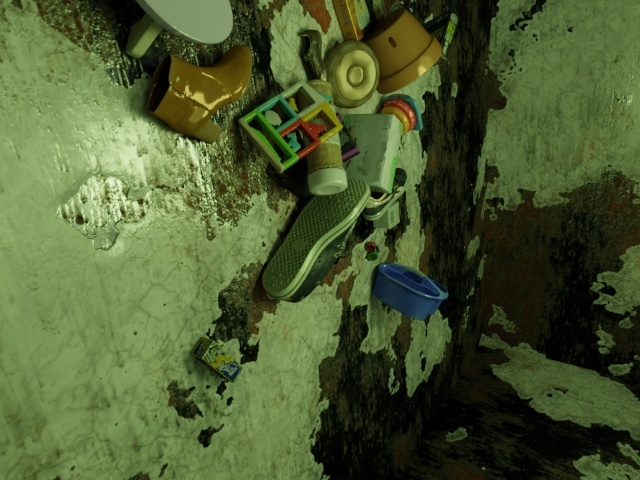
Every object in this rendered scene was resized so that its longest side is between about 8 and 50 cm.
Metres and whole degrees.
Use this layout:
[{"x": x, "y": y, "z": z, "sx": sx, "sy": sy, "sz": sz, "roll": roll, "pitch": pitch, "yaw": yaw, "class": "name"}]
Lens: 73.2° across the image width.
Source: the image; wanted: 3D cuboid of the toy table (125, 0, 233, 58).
[{"x": -0.340, "y": -0.525, "z": 0.922, "sx": 0.274, "sy": 0.161, "sz": 0.251, "roll": 36, "pitch": 68, "yaw": -52, "class": "toy table"}]

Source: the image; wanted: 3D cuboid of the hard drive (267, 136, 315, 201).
[{"x": -0.061, "y": -0.243, "z": 1.449, "sx": 0.255, "sy": 0.054, "sz": 0.171, "roll": 31, "pitch": 72, "yaw": -52, "class": "hard drive"}]

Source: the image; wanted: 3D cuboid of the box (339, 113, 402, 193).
[{"x": 0.156, "y": -0.318, "z": 1.570, "sx": 0.127, "sy": 0.231, "sz": 0.261, "roll": 15, "pitch": 84, "yaw": -62, "class": "box"}]

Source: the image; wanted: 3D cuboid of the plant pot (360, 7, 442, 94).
[{"x": 0.290, "y": -0.740, "z": 1.660, "sx": 0.203, "sy": 0.291, "sz": 0.290, "roll": 48, "pitch": 58, "yaw": -28, "class": "plant pot"}]

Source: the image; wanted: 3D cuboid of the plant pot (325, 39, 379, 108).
[{"x": 0.122, "y": -0.596, "z": 1.557, "sx": 0.237, "sy": 0.032, "sz": 0.236, "roll": -13, "pitch": 117, "yaw": -26, "class": "plant pot"}]

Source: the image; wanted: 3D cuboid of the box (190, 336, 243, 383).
[{"x": -0.298, "y": 0.350, "z": 1.254, "sx": 0.059, "sy": 0.054, "sz": 0.168, "roll": -59, "pitch": 138, "yaw": -28, "class": "box"}]

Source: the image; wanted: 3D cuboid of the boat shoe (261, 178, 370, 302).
[{"x": 0.000, "y": 0.000, "z": 1.452, "sx": 0.499, "sy": 0.187, "sz": 0.156, "roll": -54, "pitch": 144, "yaw": -12, "class": "boat shoe"}]

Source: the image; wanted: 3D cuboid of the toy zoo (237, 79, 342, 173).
[{"x": -0.070, "y": -0.351, "z": 1.274, "sx": 0.293, "sy": 0.030, "sz": 0.192, "roll": -39, "pitch": 88, "yaw": -21, "class": "toy zoo"}]

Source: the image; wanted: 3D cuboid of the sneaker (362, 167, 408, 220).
[{"x": 0.279, "y": -0.234, "z": 1.855, "sx": 0.321, "sy": 0.126, "sz": 0.127, "roll": -53, "pitch": 141, "yaw": -31, "class": "sneaker"}]

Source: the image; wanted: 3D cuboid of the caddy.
[{"x": 0.407, "y": 0.211, "z": 1.967, "sx": 0.241, "sy": 0.342, "sz": 0.179, "roll": -7, "pitch": 120, "yaw": -54, "class": "caddy"}]

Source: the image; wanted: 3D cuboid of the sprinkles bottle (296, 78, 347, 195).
[{"x": 0.003, "y": -0.326, "z": 1.369, "sx": 0.121, "sy": 0.121, "sz": 0.354, "roll": 10, "pitch": 68, "yaw": -54, "class": "sprinkles bottle"}]

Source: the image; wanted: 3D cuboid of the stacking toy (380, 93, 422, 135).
[{"x": 0.271, "y": -0.462, "z": 1.803, "sx": 0.302, "sy": 0.175, "sz": 0.165, "roll": -46, "pitch": 133, "yaw": -20, "class": "stacking toy"}]

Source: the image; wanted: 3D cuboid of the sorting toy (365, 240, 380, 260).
[{"x": 0.232, "y": 0.041, "z": 1.921, "sx": 0.042, "sy": 0.061, "sz": 0.101, "roll": -92, "pitch": 172, "yaw": -53, "class": "sorting toy"}]

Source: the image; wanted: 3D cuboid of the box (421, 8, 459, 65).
[{"x": 0.438, "y": -0.820, "z": 1.823, "sx": 0.060, "sy": 0.270, "sz": 0.216, "roll": 27, "pitch": 75, "yaw": -32, "class": "box"}]

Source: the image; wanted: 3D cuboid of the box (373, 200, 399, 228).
[{"x": 0.294, "y": -0.116, "z": 1.931, "sx": 0.102, "sy": 0.087, "sz": 0.101, "roll": -32, "pitch": 122, "yaw": -47, "class": "box"}]

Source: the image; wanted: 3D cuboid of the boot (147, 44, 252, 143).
[{"x": -0.289, "y": -0.399, "z": 1.052, "sx": 0.211, "sy": 0.104, "sz": 0.294, "roll": 29, "pitch": 81, "yaw": -62, "class": "boot"}]

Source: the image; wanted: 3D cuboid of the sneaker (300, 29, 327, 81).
[{"x": -0.030, "y": -0.594, "z": 1.426, "sx": 0.071, "sy": 0.066, "sz": 0.188, "roll": -18, "pitch": 107, "yaw": -33, "class": "sneaker"}]

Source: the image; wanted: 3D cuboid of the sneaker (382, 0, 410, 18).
[{"x": 0.349, "y": -0.996, "z": 1.755, "sx": 0.107, "sy": 0.163, "sz": 0.280, "roll": -3, "pitch": 99, "yaw": -54, "class": "sneaker"}]

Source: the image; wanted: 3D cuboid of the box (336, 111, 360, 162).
[{"x": 0.049, "y": -0.345, "z": 1.491, "sx": 0.162, "sy": 0.116, "sz": 0.029, "roll": 59, "pitch": 16, "yaw": -16, "class": "box"}]

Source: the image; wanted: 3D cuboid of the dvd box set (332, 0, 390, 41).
[{"x": 0.118, "y": -0.975, "z": 1.533, "sx": 0.307, "sy": 0.062, "sz": 0.420, "roll": -55, "pitch": 137, "yaw": -33, "class": "dvd box set"}]
